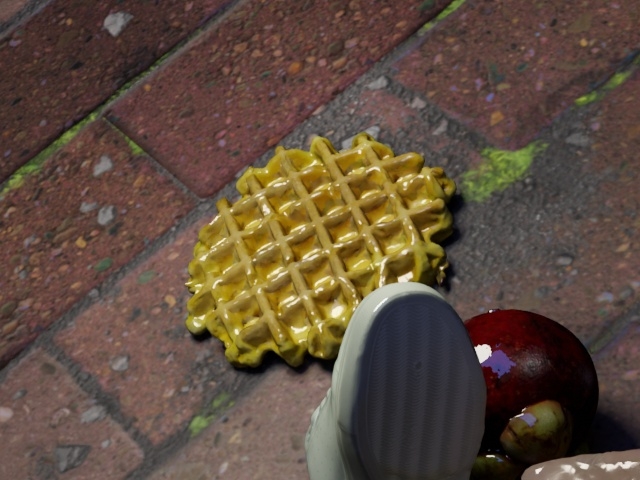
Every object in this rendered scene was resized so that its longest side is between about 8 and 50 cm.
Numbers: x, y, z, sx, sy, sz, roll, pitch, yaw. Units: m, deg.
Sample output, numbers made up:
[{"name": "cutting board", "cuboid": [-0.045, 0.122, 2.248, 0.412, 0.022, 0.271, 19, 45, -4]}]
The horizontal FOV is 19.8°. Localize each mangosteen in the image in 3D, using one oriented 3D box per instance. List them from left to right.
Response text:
[{"name": "mangosteen", "cuboid": [0.176, 0.162, 1.686, 0.200, 0.200, 0.200, -12, 48, 14]}]

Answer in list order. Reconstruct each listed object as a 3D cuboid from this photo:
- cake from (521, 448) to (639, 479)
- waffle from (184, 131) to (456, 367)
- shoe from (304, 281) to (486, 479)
[{"name": "cake", "cuboid": [0.304, 0.308, 1.462, 0.309, 0.237, 0.230, -11, 45, 18]}, {"name": "waffle", "cuboid": [-0.006, 0.008, 1.972, 0.329, 0.062, 0.329, -12, 47, 13]}, {"name": "shoe", "cuboid": [0.051, 0.168, 1.628, 0.132, 0.363, 0.160, -12, 33, -20]}]
